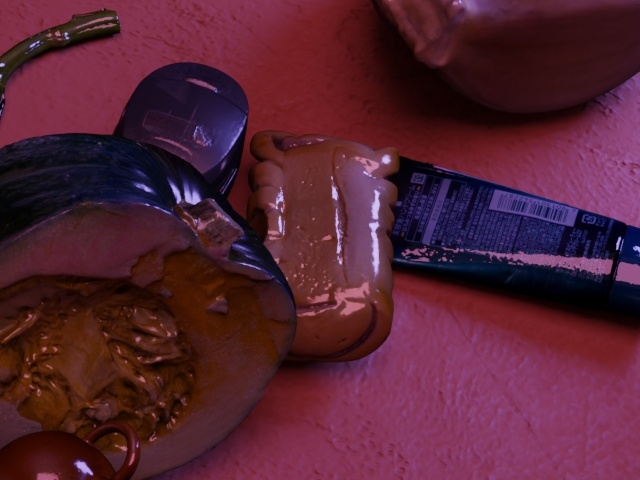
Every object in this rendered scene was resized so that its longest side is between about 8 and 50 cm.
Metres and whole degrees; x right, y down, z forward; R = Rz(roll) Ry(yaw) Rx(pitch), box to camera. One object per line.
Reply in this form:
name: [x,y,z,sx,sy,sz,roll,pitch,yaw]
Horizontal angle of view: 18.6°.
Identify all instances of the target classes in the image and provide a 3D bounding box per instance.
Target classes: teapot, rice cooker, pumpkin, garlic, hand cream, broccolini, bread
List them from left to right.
broccolini: [-0.257,-0.119,1.738,0.123,0.062,0.271,43,59,6]
teapot: [-0.194,0.204,1.454,0.173,0.116,0.116,-45,70,11]
pumpkin: [-0.182,0.029,1.527,0.263,0.293,0.197,-42,43,11]
rice cooker: [-0.124,-0.076,1.697,0.112,0.106,0.165,21,62,4]
bread: [0.000,0.000,1.678,0.134,0.081,0.225,0,57,7]
hand cream: [0.173,-0.001,1.727,0.270,0.061,0.120,16,56,7]
garlic: [0.208,-0.264,1.785,0.340,0.246,0.231,-28,55,-2]
